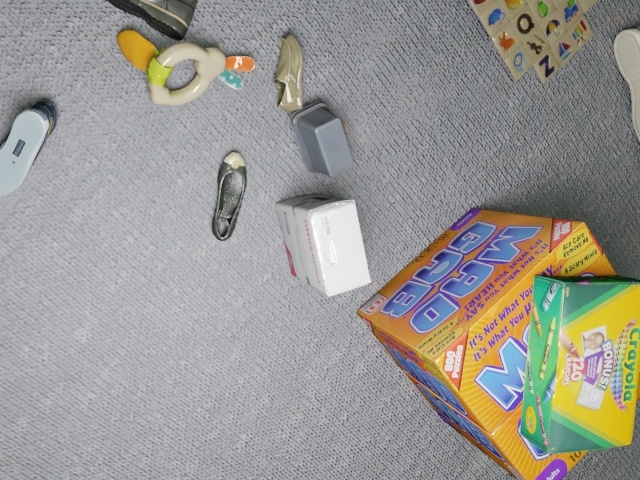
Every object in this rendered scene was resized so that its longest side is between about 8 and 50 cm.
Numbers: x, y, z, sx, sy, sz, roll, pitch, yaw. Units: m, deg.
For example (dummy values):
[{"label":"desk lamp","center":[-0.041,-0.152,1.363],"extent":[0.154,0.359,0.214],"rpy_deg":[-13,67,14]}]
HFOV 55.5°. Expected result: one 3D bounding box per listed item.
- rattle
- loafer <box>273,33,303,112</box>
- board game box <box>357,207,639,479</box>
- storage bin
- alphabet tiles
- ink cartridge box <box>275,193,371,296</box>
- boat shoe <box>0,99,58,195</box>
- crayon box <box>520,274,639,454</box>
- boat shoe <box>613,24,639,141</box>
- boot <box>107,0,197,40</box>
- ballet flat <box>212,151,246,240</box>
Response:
[{"label":"rattle","center":[-0.243,-0.333,1.117],"extent":[0.200,0.143,0.130],"rpy_deg":[-29,138,-28]},{"label":"loafer","center":[-0.063,-0.318,1.162],"extent":[0.050,0.056,0.147],"rpy_deg":[-9,100,-23]},{"label":"board game box","center":[0.364,0.192,1.210],"extent":[0.356,0.356,0.356],"rpy_deg":[-41,106,-9]},{"label":"storage bin","center":[0.016,-0.190,1.170],"extent":[0.098,0.091,0.135],"rpy_deg":[-28,122,-13]},{"label":"alphabet tiles","center":[0.460,-0.525,1.302],"extent":[0.285,0.011,0.342],"rpy_deg":[-45,117,-7]},{"label":"ink cartridge box","center":[0.000,0.000,1.140],"extent":[0.092,0.218,0.158],"rpy_deg":[-16,102,-16]},{"label":"boat shoe","center":[-0.508,-0.157,1.041],"extent":[0.065,0.083,0.183],"rpy_deg":[37,112,-18]},{"label":"crayon box","center":[0.431,0.198,1.000],"extent":[0.166,0.081,0.278],"rpy_deg":[1,96,-17]},{"label":"boat shoe","center":[0.779,-0.341,1.404],"extent":[0.097,0.116,0.324],"rpy_deg":[-23,98,-11]},{"label":"boot","center":[-0.302,-0.463,1.066],"extent":[0.198,0.077,0.137],"rpy_deg":[30,79,-27]},{"label":"ballet flat","center":[-0.171,-0.083,1.163],"extent":[0.058,0.049,0.173],"rpy_deg":[7,95,-20]}]
